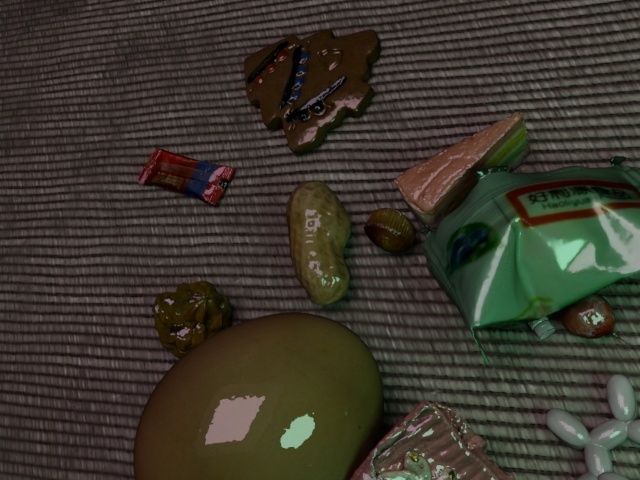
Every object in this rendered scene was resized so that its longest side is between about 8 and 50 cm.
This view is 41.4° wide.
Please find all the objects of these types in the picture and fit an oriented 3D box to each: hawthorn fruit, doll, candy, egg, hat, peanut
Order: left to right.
[{"bbox_3d":[-0.082,0.264,1.174,0.374,0.301,0.301,-40,55,-9],"label":"egg"},{"bbox_3d":[0.000,0.000,1.392,0.108,0.095,0.226,-17,60,21],"label":"peanut"},{"bbox_3d":[0.114,0.363,1.093,0.286,0.236,0.107,-41,15,2],"label":"hat"},{"bbox_3d":[0.350,-0.005,1.184,0.398,0.172,0.263,-20,34,5],"label":"candy"},{"bbox_3d":[0.387,0.118,1.177,0.067,0.067,0.103,-46,68,-2],"label":"hawthorn fruit"},{"bbox_3d":[0.372,0.275,1.103,0.161,0.059,0.160,-32,55,6],"label":"doll"}]

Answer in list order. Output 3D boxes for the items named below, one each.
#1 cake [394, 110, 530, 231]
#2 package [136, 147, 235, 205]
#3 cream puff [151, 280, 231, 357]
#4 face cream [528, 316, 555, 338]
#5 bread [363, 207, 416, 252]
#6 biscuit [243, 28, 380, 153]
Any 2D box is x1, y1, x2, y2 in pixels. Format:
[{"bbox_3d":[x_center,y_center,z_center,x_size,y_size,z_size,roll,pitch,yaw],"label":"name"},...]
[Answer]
[{"bbox_3d":[0.236,-0.098,1.323,0.225,0.109,0.090,-29,56,10],"label":"cake"},{"bbox_3d":[-0.259,-0.123,1.619,0.200,0.022,0.083,17,74,30],"label":"package"},{"bbox_3d":[-0.223,0.127,1.422,0.146,0.116,0.146,-8,63,17],"label":"cream puff"},{"bbox_3d":[0.302,0.095,1.249,0.038,0.020,0.115,-34,54,4],"label":"face cream"},{"bbox_3d":[0.109,-0.010,1.354,0.085,0.085,0.053,15,66,30],"label":"bread"},{"bbox_3d":[-0.037,-0.298,1.591,0.301,0.043,0.278,21,75,32],"label":"biscuit"}]
